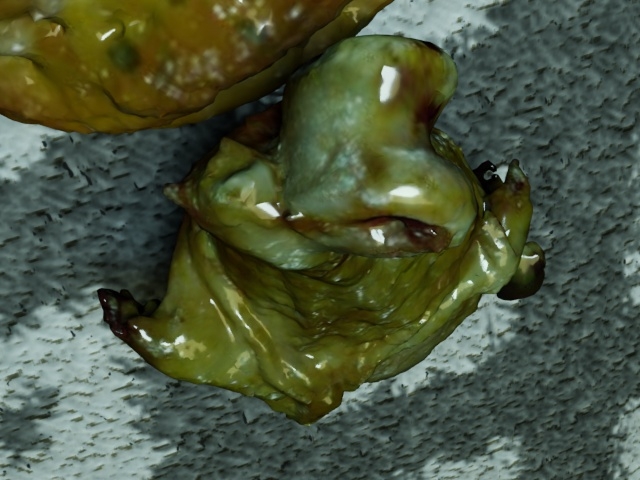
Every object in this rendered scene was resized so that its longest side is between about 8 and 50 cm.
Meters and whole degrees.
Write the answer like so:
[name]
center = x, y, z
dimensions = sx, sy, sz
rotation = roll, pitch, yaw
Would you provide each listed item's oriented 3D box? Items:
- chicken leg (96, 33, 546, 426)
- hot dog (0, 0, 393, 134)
[chicken leg]
center = -0.012, -0.001, 0.553
dimensions = 0.211, 0.140, 0.361
rotation = -27, 165, 11
[hot dog]
center = -0.053, -0.209, 0.422
dimensions = 0.267, 0.174, 0.387
rotation = 24, 112, -33
